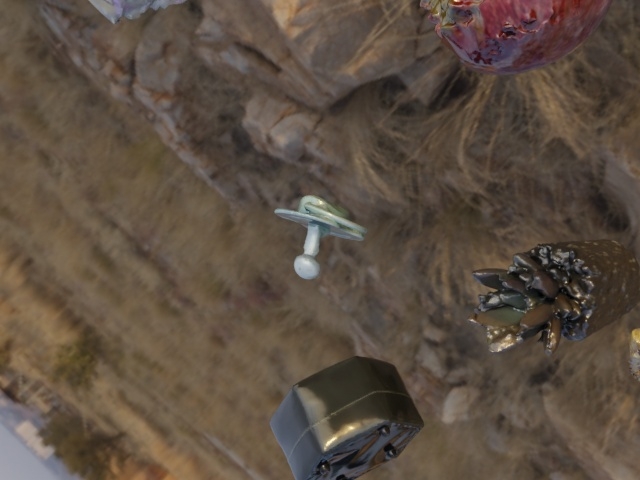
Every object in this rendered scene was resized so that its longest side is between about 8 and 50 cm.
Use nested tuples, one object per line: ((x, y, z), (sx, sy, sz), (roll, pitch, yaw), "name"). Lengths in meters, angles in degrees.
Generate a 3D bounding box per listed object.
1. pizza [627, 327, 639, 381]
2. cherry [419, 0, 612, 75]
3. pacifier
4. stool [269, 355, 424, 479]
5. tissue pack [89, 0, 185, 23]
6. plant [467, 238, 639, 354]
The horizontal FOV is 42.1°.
((0.637, 0.266, 1.444), (0.305, 0.085, 0.161), (48, 155, -11), "pizza")
((0.253, -0.298, 1.002), (0.192, 0.249, 0.175), (119, 132, -69), "cherry")
((0.000, 0.000, 1.189), (0.126, 0.117, 0.150), (10, 171, 30), "pacifier")
((0.045, 0.300, 1.365), (0.232, 0.232, 0.141), (82, 162, -56), "stool")
((-0.213, -0.336, 0.695), (0.257, 0.123, 0.215), (49, 158, 13), "tissue pack")
((0.434, 0.096, 1.564), (0.194, 0.320, 0.182), (25, 121, 58), "plant")
